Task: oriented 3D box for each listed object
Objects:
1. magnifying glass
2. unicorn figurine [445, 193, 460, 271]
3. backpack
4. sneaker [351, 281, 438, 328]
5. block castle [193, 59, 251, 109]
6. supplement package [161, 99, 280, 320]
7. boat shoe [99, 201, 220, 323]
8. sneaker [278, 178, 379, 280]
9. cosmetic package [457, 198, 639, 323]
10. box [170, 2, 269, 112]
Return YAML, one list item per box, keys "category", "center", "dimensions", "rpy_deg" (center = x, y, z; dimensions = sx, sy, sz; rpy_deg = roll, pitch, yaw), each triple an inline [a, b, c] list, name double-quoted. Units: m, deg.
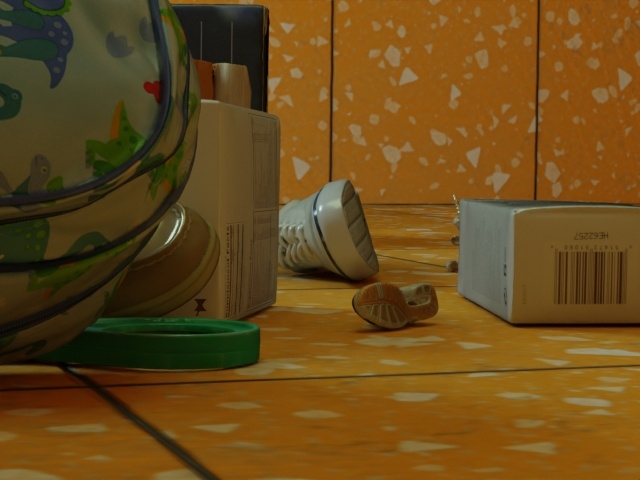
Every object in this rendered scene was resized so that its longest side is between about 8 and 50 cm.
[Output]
- category: "magnifying glass"
  center: [-0.148, 0.054, 0.871]
  dimensions: [0.230, 0.026, 0.092]
  rpy_deg: [0, 3, 0]
- category: "unicorn figurine"
  center: [0.172, 0.006, 1.572]
  dimensions: [0.162, 0.060, 0.111]
  rpy_deg: [21, 12, 28]
- category: "backpack"
  center: [-0.237, -0.060, 0.760]
  dimensions: [0.355, 0.290, 0.273]
  rpy_deg: [16, -43, -34]
- category: "sneaker"
  center: [0.043, 0.046, 1.052]
  dimensions: [0.037, 0.032, 0.083]
  rpy_deg: [-14, -11, 37]
- category: "block castle"
  center: [-0.313, -0.088, 1.566]
  dimensions: [0.453, 0.213, 0.303]
  rpy_deg: [4, -1, -42]
- category: "supplement package"
  center: [-0.140, -0.022, 1.102]
  dimensions: [0.194, 0.149, 0.203]
  rpy_deg: [1, 2, 8]
- category: "boat shoe"
  center: [-0.204, -0.004, 0.944]
  dimensions: [0.285, 0.089, 0.105]
  rpy_deg: [-1, 42, 10]
- category: "sneaker"
  center: [0.000, 0.000, 1.459]
  dimensions: [0.091, 0.094, 0.258]
  rpy_deg: [-17, -2, 2]
- category: "cosmetic package"
  center: [0.175, 0.011, 1.169]
  dimensions: [0.117, 0.086, 0.231]
  rpy_deg: [1, 4, -5]
- category: "box"
  center: [-0.261, -0.143, 1.966]
  dimensions: [0.395, 0.294, 0.212]
  rpy_deg: [0, 3, -1]
